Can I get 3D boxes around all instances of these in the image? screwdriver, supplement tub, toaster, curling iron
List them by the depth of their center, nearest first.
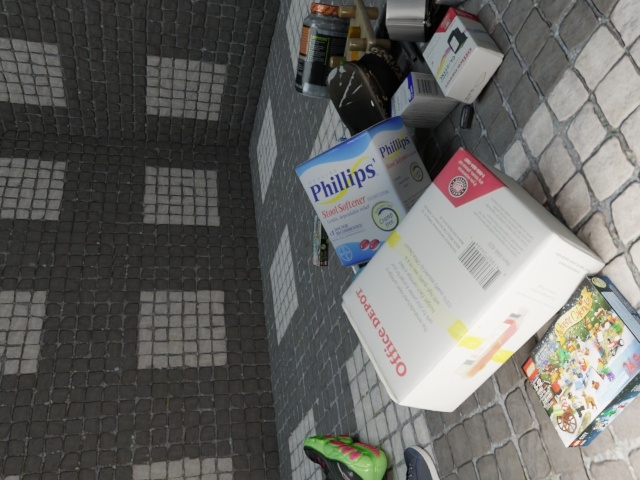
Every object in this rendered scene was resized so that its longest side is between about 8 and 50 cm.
[{"bbox_3d":[0.335,-0.336,1.229,0.025,0.024,0.169,14,102,43],"label":"screwdriver"},{"bbox_3d":[0.226,-0.590,1.349,0.186,0.110,0.168,-27,-60,-76],"label":"toaster"},{"bbox_3d":[0.233,-0.565,1.560,0.274,0.035,0.068,-109,22,-51],"label":"curling iron"},{"bbox_3d":[0.019,-0.690,2.002,0.193,0.194,0.315,-119,35,-59],"label":"supplement tub"}]

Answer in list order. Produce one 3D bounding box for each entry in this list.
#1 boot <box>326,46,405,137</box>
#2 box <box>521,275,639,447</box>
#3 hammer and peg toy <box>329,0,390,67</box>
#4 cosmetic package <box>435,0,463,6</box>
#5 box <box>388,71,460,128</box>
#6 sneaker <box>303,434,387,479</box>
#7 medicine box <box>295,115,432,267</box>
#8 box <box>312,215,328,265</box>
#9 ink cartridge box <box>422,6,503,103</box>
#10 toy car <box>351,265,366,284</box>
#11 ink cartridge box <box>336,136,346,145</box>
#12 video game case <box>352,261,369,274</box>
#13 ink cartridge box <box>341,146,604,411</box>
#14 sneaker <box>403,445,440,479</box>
[{"bbox_3d":[0.165,-0.334,1.495,0.377,0.138,0.284,60,-146,-20],"label":"boot"},{"bbox_3d":[0.419,0.193,0.862,0.159,0.044,0.233,-108,26,-47],"label":"box"},{"bbox_3d":[0.107,-0.553,1.755,0.361,0.127,0.265,102,163,-51],"label":"hammer and peg toy"},{"bbox_3d":[0.317,-0.673,1.248,0.099,0.061,0.238,-162,74,-71],"label":"cosmetic package"},{"bbox_3d":[0.249,-0.337,1.328,0.137,0.126,0.072,133,134,-65],"label":"box"},{"bbox_3d":[0.059,0.742,1.761,0.483,0.185,0.202,146,127,-71],"label":"sneaker"},{"bbox_3d":[0.123,-0.113,1.345,0.263,0.149,0.289,-20,100,46],"label":"medicine box"},{"bbox_3d":[0.000,0.000,2.267,0.114,0.036,0.206,-173,85,-73],"label":"box"},{"bbox_3d":[0.308,-0.407,1.203,0.175,0.072,0.127,-103,32,-41],"label":"ink cartridge box"},{"bbox_3d":[0.239,0.080,1.299,0.238,0.219,0.210,-58,18,-1],"label":"toy car"},{"bbox_3d":[0.081,-0.337,2.045,0.048,0.028,0.083,130,138,-64],"label":"ink cartridge box"},{"bbox_3d":[0.144,0.125,1.516,0.212,0.023,0.193,66,-164,17],"label":"video game case"},{"bbox_3d":[0.244,0.075,0.985,0.384,0.160,0.279,-53,38,22],"label":"ink cartridge box"},{"bbox_3d":[0.205,0.594,1.332,0.226,0.164,0.086,-121,35,-63],"label":"sneaker"}]
